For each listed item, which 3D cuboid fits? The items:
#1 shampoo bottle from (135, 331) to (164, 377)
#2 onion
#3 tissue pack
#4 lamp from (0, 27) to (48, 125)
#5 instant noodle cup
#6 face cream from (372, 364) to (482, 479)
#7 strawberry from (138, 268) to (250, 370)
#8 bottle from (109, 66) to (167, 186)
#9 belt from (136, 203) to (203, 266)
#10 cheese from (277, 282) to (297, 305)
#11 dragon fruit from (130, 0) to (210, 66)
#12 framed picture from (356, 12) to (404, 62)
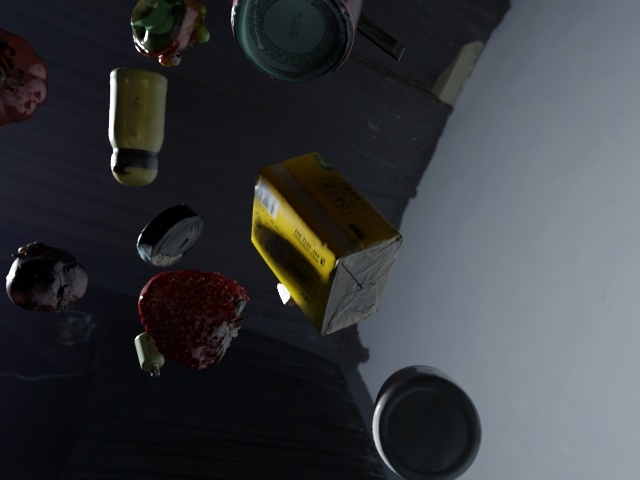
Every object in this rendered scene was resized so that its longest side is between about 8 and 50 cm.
[{"bbox_3d":[-0.582,0.398,1.783,0.079,0.079,0.162,-57,47,33],"label":"shampoo bottle"},{"bbox_3d":[-0.930,0.141,1.748,0.221,0.281,0.281,-34,33,12],"label":"onion"},{"bbox_3d":[0.000,0.000,1.345,0.382,0.228,0.293,50,143,37],"label":"tissue pack"},{"bbox_3d":[-0.596,-0.302,0.946,0.140,0.181,0.182,-9,65,66],"label":"lamp"},{"bbox_3d":[-0.029,-0.373,0.750,0.244,0.243,0.255,-44,33,50],"label":"instant noodle cup"},{"bbox_3d":[0.206,0.358,1.035,0.187,0.200,0.201,45,-119,-80],"label":"face cream"},{"bbox_3d":[-0.333,0.198,1.383,0.261,0.257,0.261,22,-90,-86],"label":"strawberry"},{"bbox_3d":[-0.578,-0.345,1.632,0.171,0.171,0.352,-175,88,-68],"label":"bottle"},{"bbox_3d":[-0.432,-0.011,1.497,0.198,0.078,0.151,-45,-25,-19],"label":"belt"},{"bbox_3d":[-0.012,0.148,1.780,0.203,0.177,0.128,-53,33,13],"label":"cheese"},{"bbox_3d":[-0.483,-0.685,1.626,0.295,0.130,0.269,17,91,25],"label":"dragon fruit"},{"bbox_3d":[0.150,-0.568,1.420,0.010,0.195,0.199,-51,9,33],"label":"framed picture"}]
